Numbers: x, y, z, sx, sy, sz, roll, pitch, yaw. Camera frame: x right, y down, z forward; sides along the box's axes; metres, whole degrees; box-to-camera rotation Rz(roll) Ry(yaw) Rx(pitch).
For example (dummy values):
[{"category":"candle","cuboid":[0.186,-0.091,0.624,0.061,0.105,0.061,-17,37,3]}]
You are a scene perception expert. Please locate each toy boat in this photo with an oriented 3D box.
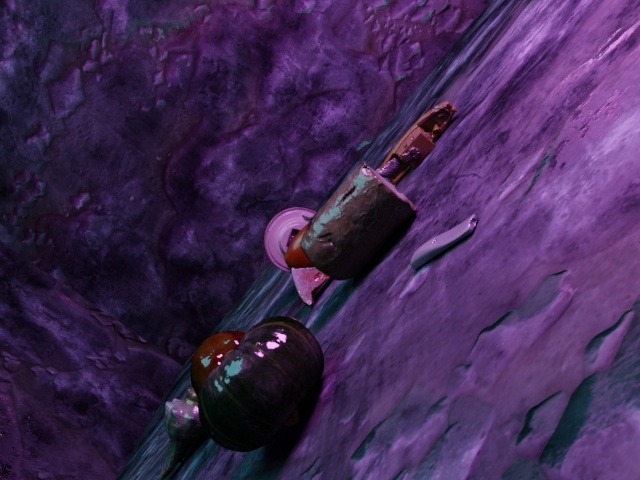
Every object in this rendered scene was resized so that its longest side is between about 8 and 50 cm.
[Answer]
[{"category":"toy boat","cuboid":[0.302,-0.304,1.895,0.321,0.089,0.121,-47,15,23]}]

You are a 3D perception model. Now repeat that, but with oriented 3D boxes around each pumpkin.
[{"category":"pumpkin","cuboid":[-0.119,0.303,1.269,0.300,0.207,0.300,-51,-6,-8]}]

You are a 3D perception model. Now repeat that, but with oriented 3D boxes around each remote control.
[{"category":"remote control","cuboid":[0.234,0.002,1.174,0.184,0.027,0.050,-41,15,51]}]

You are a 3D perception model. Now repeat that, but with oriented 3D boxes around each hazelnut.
[{"category":"hazelnut","cuboid":[-0.264,0.390,1.746,0.217,0.217,0.251,-42,37,52]}]

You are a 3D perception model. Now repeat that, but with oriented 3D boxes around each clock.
[{"category":"clock","cuboid":[-0.083,0.000,2.179,0.244,0.244,0.056,-53,16,1]}]

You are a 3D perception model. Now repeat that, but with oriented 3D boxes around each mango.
[{"category":"mango","cuboid":[-0.005,-0.002,2.102,0.289,0.146,0.129,-53,6,-3]}]

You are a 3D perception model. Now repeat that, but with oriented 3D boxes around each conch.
[{"category":"conch","cuboid":[-0.444,0.593,1.986,0.386,0.169,0.203,-49,-17,12]}]

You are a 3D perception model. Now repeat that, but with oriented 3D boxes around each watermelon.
[{"category":"watermelon","cuboid":[-0.025,0.116,1.880,0.158,0.121,0.098,-49,-14,-5]}]

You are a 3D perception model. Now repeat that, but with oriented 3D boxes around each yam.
[{"category":"yam","cuboid":[0.092,-0.043,1.574,0.300,0.195,0.195,-48,9,21]}]
